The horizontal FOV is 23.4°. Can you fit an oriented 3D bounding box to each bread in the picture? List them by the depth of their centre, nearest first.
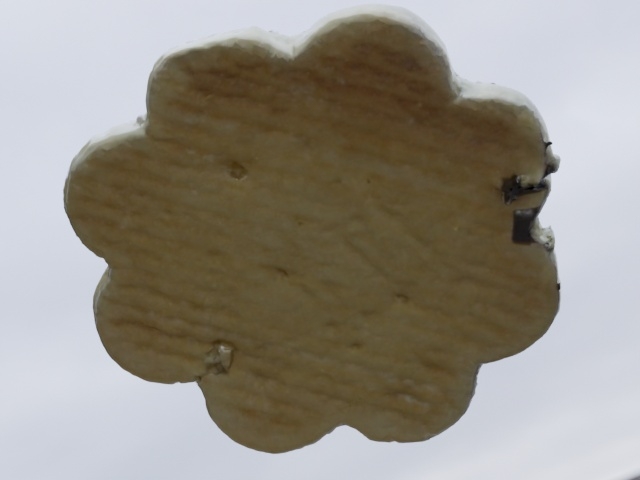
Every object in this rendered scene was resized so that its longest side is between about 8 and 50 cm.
[{"bbox_3d":[0.000,0.000,0.942,0.316,0.316,0.054,-27,25,19],"label":"bread"}]
